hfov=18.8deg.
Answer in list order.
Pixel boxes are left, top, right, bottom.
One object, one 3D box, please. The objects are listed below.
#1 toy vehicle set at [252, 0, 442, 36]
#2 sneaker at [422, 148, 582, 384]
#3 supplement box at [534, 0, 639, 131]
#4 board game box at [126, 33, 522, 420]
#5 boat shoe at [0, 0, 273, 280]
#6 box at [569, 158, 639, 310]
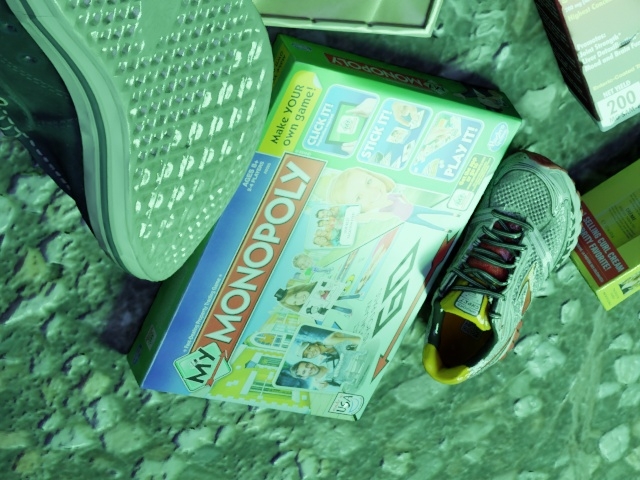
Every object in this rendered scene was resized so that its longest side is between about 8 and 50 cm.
[{"bbox_3d":[0.037,-0.274,1.389,0.166,0.035,0.266,2,123,-24],"label":"toy vehicle set"},{"bbox_3d":[0.148,0.029,1.603,0.093,0.088,0.225,-38,151,-57],"label":"sneaker"},{"bbox_3d":[0.228,-0.214,1.489,0.130,0.073,0.239,-28,129,0],"label":"supplement box"},{"bbox_3d":[0.000,0.000,1.572,0.214,0.046,0.317,11,120,-29],"label":"board game box"},{"bbox_3d":[-0.153,-0.140,1.289,0.186,0.156,0.500,-54,156,-18],"label":"boat shoe"},{"bbox_3d":[0.312,-0.042,1.634,0.232,0.087,0.058,-32,155,5],"label":"box"}]
